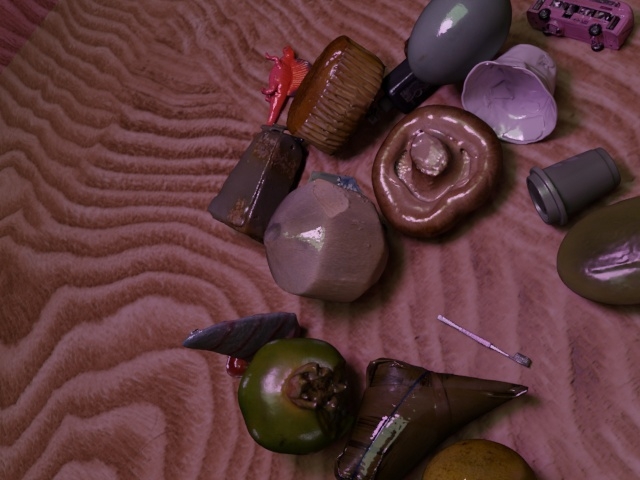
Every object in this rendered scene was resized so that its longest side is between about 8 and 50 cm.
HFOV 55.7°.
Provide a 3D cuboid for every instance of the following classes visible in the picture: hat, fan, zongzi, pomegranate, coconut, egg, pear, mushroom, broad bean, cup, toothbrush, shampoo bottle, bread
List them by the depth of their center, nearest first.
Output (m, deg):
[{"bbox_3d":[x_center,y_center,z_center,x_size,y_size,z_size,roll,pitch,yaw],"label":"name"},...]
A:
[{"bbox_3d":[0.245,0.414,0.964,0.197,0.197,0.197,-13,64,28],"label":"pear"},{"bbox_3d":[0.521,0.013,0.996,0.263,0.121,0.189,-9,63,32],"label":"broad bean"},{"bbox_3d":[0.190,0.345,1.051,0.289,0.123,0.260,6,58,32],"label":"zongzi"},{"bbox_3d":[0.457,-0.101,1.093,0.141,0.120,0.120,-25,59,11],"label":"cup"},{"bbox_3d":[0.302,0.186,1.132,0.194,0.014,0.017,25,86,38],"label":"toothbrush"},{"bbox_3d":[-0.041,0.290,1.145,0.236,0.302,0.235,2,72,-7],"label":"pomegranate"},{"bbox_3d":[0.391,-0.302,1.193,0.203,0.203,0.126,13,55,36],"label":"hat"},{"bbox_3d":[0.274,-0.412,1.207,0.231,0.168,0.168,-45,53,21],"label":"egg"},{"bbox_3d":[0.233,-0.142,1.232,0.278,0.146,0.278,-6,75,23],"label":"mushroom"},{"bbox_3d":[0.000,0.000,1.242,0.245,0.247,0.244,-26,56,47],"label":"coconut"},{"bbox_3d":[0.223,-0.374,1.362,0.309,0.098,0.071,-39,59,14],"label":"shampoo bottle"},{"bbox_3d":[0.030,-0.333,1.389,0.253,0.142,0.227,-56,17,31],"label":"bread"},{"bbox_3d":[0.041,-0.094,1.422,0.240,0.009,0.131,36,95,37],"label":"fan"}]

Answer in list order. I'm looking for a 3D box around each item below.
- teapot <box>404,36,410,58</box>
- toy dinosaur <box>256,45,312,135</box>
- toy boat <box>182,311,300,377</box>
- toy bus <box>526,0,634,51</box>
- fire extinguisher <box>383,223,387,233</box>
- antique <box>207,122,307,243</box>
[{"bbox_3d":[0.246,-0.455,1.397,0.129,0.078,0.098,-47,8,-5],"label":"teapot"},{"bbox_3d":[-0.085,-0.396,1.609,0.139,0.070,0.286,3,73,11],"label":"toy dinosaur"},{"bbox_3d":[-0.162,0.203,1.258,0.206,0.282,0.096,-40,56,14],"label":"toy boat"},{"bbox_3d":[0.523,-0.449,1.222,0.203,0.063,0.090,33,87,36],"label":"toy bus"},{"bbox_3d":[0.124,0.004,1.317,0.038,0.025,0.083,13,77,14],"label":"fire extinguisher"},{"bbox_3d":[-0.138,-0.147,1.485,0.150,0.125,0.284,23,84,37],"label":"antique"}]
